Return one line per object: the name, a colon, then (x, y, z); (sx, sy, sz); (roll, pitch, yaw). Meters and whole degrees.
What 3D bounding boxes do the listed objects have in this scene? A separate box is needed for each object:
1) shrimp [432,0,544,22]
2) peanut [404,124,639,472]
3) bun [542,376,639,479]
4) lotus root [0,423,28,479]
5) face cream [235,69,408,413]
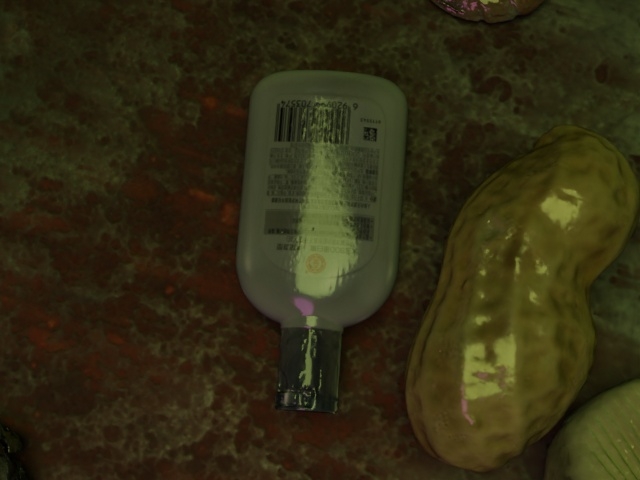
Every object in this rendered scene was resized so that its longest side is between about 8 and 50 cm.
shrimp: (0.119, -0.289, 0.938); (0.223, 0.047, 0.126); (41, 94, 7)
peanut: (0.165, 0.041, 0.834); (0.147, 0.147, 0.305); (18, 76, 5)
bun: (0.286, 0.212, 0.804); (0.222, 0.127, 0.222); (-4, 50, 4)
lotus root: (-0.284, 0.228, 0.839); (0.088, 0.088, 0.165); (11, 71, 4)
face cream: (0.000, 0.000, 0.872); (0.144, 0.071, 0.291); (2, 79, 4)
